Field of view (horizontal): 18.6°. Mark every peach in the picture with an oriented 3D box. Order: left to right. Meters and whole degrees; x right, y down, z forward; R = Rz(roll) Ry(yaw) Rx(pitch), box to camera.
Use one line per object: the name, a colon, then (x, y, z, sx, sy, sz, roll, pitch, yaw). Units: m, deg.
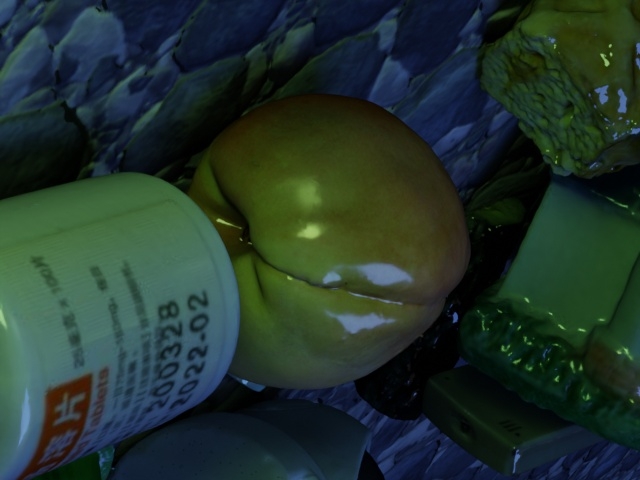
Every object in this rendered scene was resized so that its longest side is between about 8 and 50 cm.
peach: (0.000, 0.000, 1.167, 0.184, 0.184, 0.184, -38, 159, -17)

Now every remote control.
remote control: (0.228, 0.129, 1.698, 0.285, 0.123, 0.038, -15, 127, -37)

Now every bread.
bread: (0.250, -0.159, 1.403, 0.267, 0.130, 0.152, -36, 150, -22)

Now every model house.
model house: (0.278, -0.033, 1.578, 0.267, 0.194, 0.325, -28, 142, -62)

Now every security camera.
security camera: (-0.041, 0.218, 1.498, 0.194, 0.194, 0.236, -50, 162, 16)

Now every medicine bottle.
medicine bottle: (-0.167, 0.052, 0.989, 0.252, 0.144, 0.144, -15, 145, -51)

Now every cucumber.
cucumber: (0.112, 0.060, 1.658, 0.078, 0.062, 0.211, -16, 146, -52)

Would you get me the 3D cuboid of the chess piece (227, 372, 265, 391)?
chess piece: (-0.038, 0.045, 1.348, 0.103, 0.067, 0.067, -55, 160, 0)

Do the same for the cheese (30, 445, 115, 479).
cheese: (-0.189, 0.158, 1.235, 0.320, 0.083, 0.204, -51, 157, 24)
